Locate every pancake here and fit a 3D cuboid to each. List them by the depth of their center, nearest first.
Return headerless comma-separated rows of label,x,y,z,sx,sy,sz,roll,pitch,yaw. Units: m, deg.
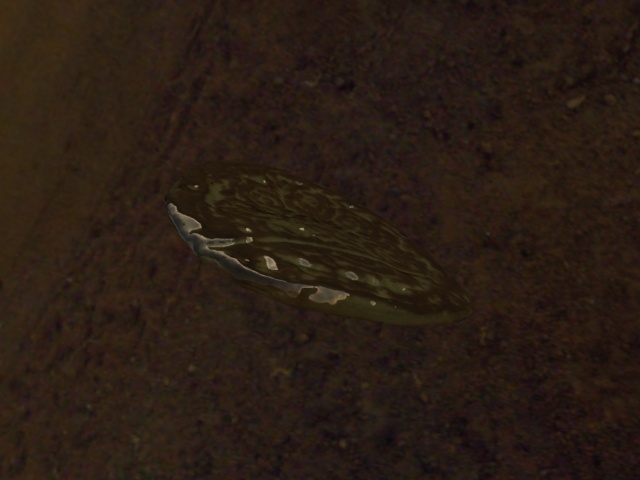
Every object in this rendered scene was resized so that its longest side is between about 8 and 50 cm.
pancake,0.000,-0.001,0.693,0.250,0.250,0.031,41,116,47
